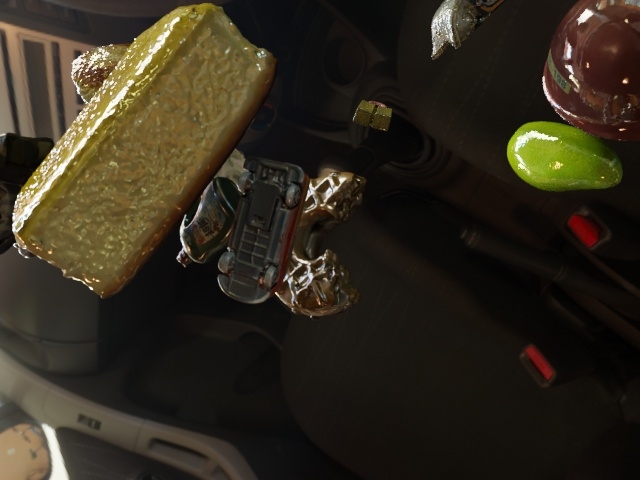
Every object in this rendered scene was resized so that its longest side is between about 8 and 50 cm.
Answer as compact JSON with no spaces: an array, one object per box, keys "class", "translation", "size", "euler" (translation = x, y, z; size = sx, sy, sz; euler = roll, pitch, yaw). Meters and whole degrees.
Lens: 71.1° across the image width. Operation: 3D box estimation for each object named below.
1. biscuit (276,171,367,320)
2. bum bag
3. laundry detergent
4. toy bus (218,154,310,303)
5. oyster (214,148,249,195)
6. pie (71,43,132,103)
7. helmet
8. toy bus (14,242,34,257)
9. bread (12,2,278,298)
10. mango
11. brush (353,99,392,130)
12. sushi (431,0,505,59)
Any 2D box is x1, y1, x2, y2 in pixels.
[{"class":"biscuit","translation":[-0.015,0.010,1.099],"size":[0.268,0.115,0.366],"euler":[-8,61,39]},{"class":"bum bag","translation":[-0.554,-0.074,0.777],"size":[0.095,0.144,0.340],"euler":[46,131,1]},{"class":"laundry detergent","translation":[-0.254,-0.029,0.992],"size":[0.221,0.078,0.144],"euler":[-42,67,27]},{"class":"toy bus","translation":[-0.067,-0.012,0.556],"size":[0.079,0.077,0.174],"euler":[16,97,15]},{"class":"oyster","translation":[-0.240,-0.127,1.121],"size":[0.163,0.191,0.081],"euler":[38,152,-28]},{"class":"pie","translation":[-0.452,-0.364,1.001],"size":[0.084,0.178,0.205],"euler":[81,170,-65]},{"class":"helmet","translation":[0.690,-0.445,1.020],"size":[0.337,0.230,0.385],"euler":[-18,63,25]},{"class":"toy bus","translation":[-0.673,-0.110,1.053],"size":[0.197,0.294,0.232],"euler":[30,92,-6]},{"class":"bread","translation":[-0.241,-0.127,0.591],"size":[0.143,0.333,0.323],"euler":[38,174,-33]},{"class":"mango","translation":[0.682,-0.227,1.266],"size":[0.343,0.156,0.192],"euler":[-134,29,-56]},{"class":"brush","translation":[0.168,-0.396,1.358],"size":[0.103,0.233,0.047],"euler":[18,121,2]},{"class":"sushi","translation":[0.343,-0.582,1.100],"size":[0.109,0.273,0.134],"euler":[44,-179,-33]}]
